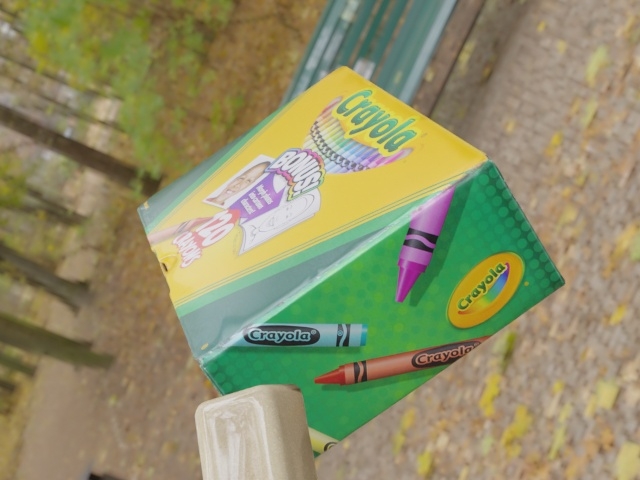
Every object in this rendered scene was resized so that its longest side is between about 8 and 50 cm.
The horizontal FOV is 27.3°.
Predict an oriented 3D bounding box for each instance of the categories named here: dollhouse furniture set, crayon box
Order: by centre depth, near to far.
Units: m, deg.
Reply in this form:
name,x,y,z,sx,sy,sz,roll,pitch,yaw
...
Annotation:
name,x,y,z,sx,sy,sz,roll,pitch,yaw
dollhouse furniture set,0.014,0.095,0.361,0.081,0.091,0.114,66,-171,-51
crayon box,0.000,0.000,0.732,0.165,0.081,0.278,-35,21,-2
